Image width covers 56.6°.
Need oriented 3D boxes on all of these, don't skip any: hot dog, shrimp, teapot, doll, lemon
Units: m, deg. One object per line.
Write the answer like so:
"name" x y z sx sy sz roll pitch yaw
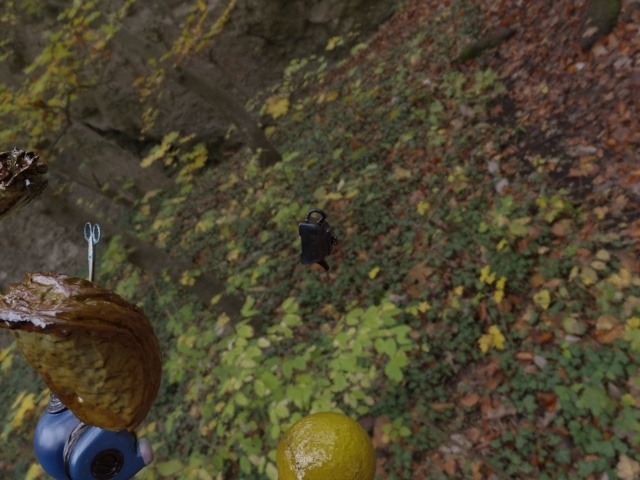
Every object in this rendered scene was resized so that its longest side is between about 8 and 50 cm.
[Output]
"hot dog" -0.294 0.136 0.755 0.259 0.175 0.114 80 -156 -46
"shrimp" -0.477 -0.084 0.827 0.294 0.154 0.062 -14 55 32
"teapot" 0.000 0.000 1.629 0.087 0.096 0.177 -42 -49 -67
"doll" -0.590 0.511 1.515 0.240 0.284 0.309 -30 23 -29
"lemon" 0.014 0.610 1.642 0.293 0.293 0.293 -54 8 11

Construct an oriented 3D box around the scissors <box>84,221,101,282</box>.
"scissors" -0.448 0.024 1.165 0.014 0.058 0.119 -5 -79 -51
